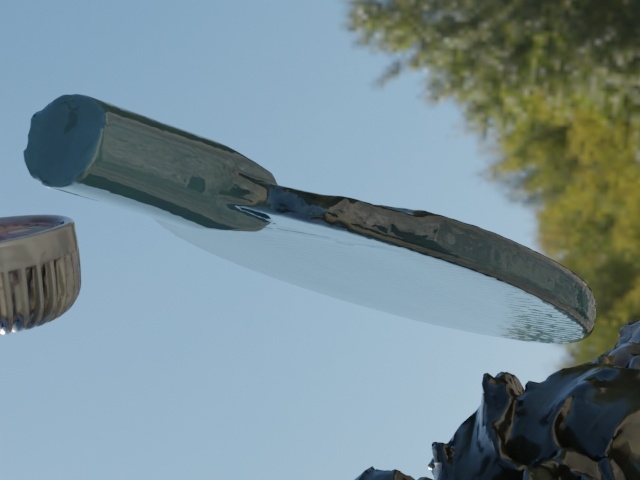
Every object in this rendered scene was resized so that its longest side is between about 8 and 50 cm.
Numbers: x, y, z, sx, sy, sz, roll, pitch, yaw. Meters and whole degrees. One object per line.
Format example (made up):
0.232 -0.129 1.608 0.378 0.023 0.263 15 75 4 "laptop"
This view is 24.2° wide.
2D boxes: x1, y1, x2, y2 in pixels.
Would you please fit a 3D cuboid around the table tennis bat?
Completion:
0.000 0.000 0.703 0.329 0.215 0.044 23 -101 -48 "table tennis bat"

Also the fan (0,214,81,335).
-0.264 0.029 0.912 0.244 0.130 0.074 -12 -78 -32 "fan"

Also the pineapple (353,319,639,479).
0.088 0.079 0.427 0.237 0.119 0.111 -14 -105 -41 "pineapple"
